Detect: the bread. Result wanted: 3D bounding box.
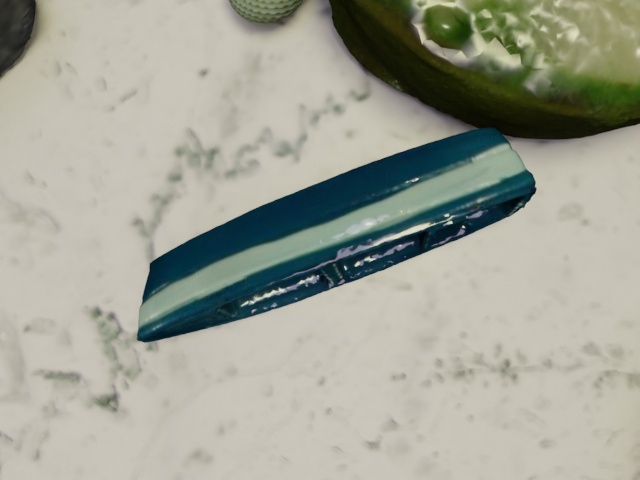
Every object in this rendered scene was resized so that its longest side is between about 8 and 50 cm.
[{"bbox_3d":[0.179,-0.263,0.391,0.366,0.129,0.382,37,89,1],"label":"bread"}]

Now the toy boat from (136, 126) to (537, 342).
[{"bbox_3d":[0.000,0.000,0.408,0.299,0.096,0.062,-21,78,2],"label":"toy boat"}]

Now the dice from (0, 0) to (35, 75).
[{"bbox_3d":[-0.324,-0.182,0.368,0.181,0.182,0.183,-42,90,-2],"label":"dice"}]

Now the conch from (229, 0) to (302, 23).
[{"bbox_3d":[-0.032,-0.204,0.424,0.056,0.085,0.076,30,56,-36],"label":"conch"}]
